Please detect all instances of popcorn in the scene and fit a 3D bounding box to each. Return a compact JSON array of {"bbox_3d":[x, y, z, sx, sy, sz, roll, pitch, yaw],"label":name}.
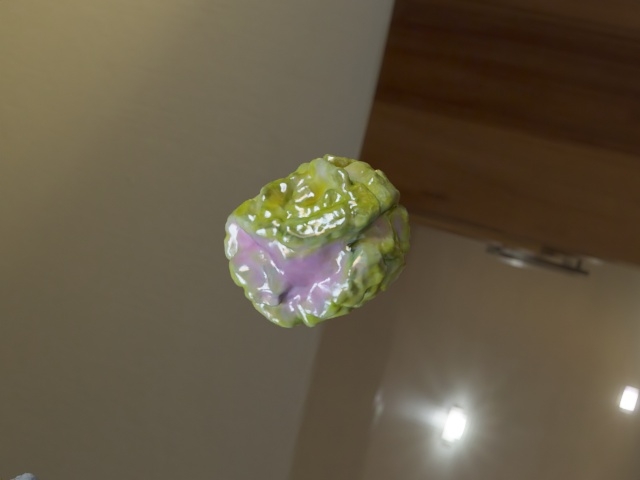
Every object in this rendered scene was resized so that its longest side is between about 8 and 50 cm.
[{"bbox_3d":[0.000,0.000,1.195,0.145,0.126,0.126,-46,-12,16],"label":"popcorn"}]

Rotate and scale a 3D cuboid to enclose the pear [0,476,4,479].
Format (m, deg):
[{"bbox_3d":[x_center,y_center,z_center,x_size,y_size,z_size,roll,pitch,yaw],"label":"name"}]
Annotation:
[{"bbox_3d":[-0.357,0.283,1.433,0.178,0.178,0.178,-35,-47,-49],"label":"pear"}]

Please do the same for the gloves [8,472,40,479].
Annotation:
[{"bbox_3d":[-0.251,0.221,1.043,0.097,0.229,0.119,34,-126,-17],"label":"gloves"}]
